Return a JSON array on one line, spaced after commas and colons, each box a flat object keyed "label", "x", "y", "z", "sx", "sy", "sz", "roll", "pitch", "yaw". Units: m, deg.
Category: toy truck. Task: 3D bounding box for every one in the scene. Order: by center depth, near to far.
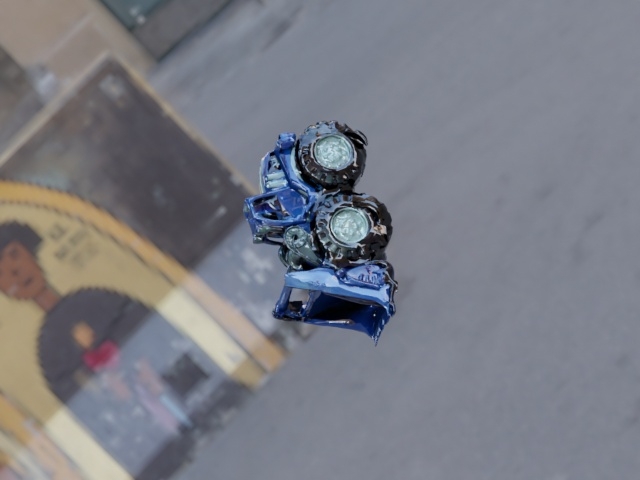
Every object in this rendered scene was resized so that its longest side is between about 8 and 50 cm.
[{"label": "toy truck", "x": 0.000, "y": 0.000, "z": 1.624, "sx": 0.126, "sy": 0.208, "sz": 0.113, "roll": -15, "pitch": -19, "yaw": -13}]
